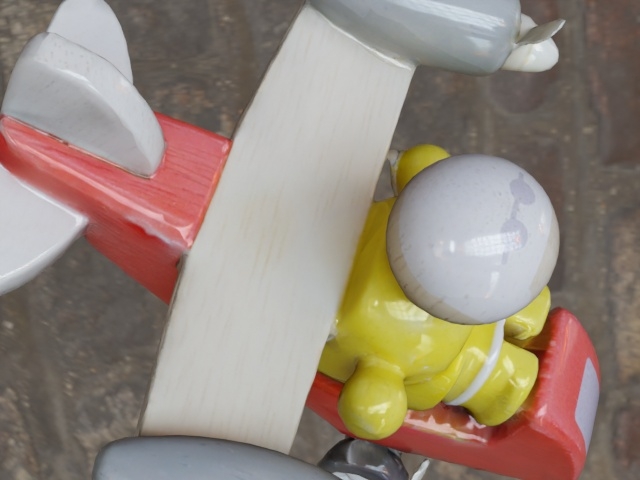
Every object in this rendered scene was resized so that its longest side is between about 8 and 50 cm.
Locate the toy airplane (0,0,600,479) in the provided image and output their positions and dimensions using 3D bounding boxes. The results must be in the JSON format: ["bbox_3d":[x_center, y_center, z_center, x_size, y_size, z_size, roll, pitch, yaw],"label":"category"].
[{"bbox_3d":[0.000,0.000,0.766,0.384,0.272,0.386,-17,90,-41],"label":"toy airplane"}]
